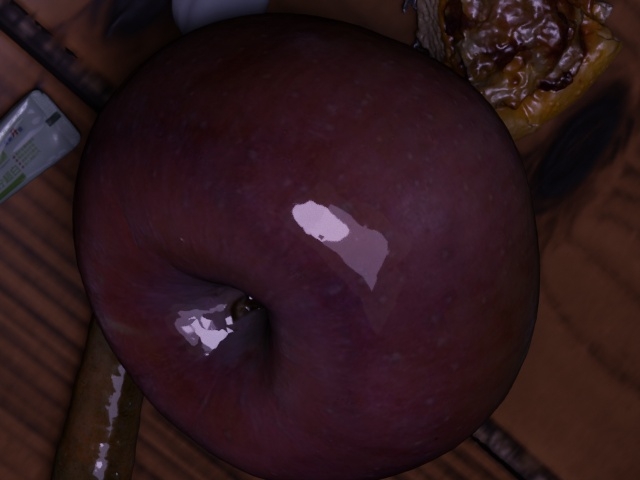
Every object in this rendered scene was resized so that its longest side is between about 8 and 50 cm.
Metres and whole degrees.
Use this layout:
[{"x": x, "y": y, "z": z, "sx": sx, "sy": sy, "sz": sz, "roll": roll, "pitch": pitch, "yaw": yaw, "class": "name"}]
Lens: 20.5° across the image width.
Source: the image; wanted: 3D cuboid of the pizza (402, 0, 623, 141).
[{"x": 0.120, "y": -0.160, "z": 1.178, "sx": 0.154, "sy": 0.069, "sz": 0.194, "roll": -33, "pitch": 118, "yaw": -5, "class": "pizza"}]

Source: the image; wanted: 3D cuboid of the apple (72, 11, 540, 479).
[{"x": 0.000, "y": 0.000, "z": 1.084, "sx": 0.235, "sy": 0.305, "sz": 0.306, "roll": -48, "pitch": 125, "yaw": -42, "class": "apple"}]

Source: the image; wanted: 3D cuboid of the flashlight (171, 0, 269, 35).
[{"x": -0.039, "y": -0.207, "z": 1.093, "sx": 0.093, "sy": 0.047, "sz": 0.200, "roll": 2, "pitch": 128, "yaw": -33, "class": "flashlight"}]

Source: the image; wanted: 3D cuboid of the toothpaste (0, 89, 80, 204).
[{"x": -0.239, "y": -0.018, "z": 1.126, "sx": 0.197, "sy": 0.029, "sz": 0.048, "roll": -41, "pitch": 118, "yaw": -5, "class": "toothpaste"}]

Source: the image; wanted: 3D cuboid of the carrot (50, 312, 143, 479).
[{"x": -0.156, "y": 0.172, "z": 1.208, "sx": 0.070, "sy": 0.070, "sz": 0.342, "roll": 10, "pitch": 103, "yaw": -23, "class": "carrot"}]
